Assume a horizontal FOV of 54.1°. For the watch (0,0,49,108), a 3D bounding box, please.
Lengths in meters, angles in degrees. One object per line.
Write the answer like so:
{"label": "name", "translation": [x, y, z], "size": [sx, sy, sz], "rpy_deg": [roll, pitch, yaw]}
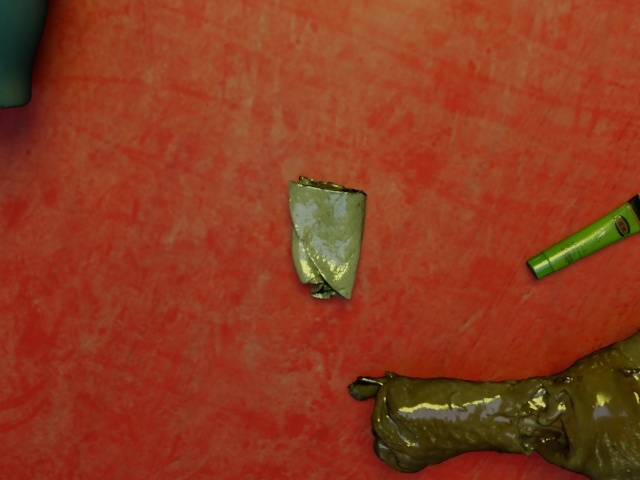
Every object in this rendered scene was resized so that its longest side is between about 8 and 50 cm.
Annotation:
{"label": "watch", "translation": [-0.311, -0.188, 0.433], "size": [0.305, 0.274, 0.241], "rpy_deg": [30, 107, 28]}

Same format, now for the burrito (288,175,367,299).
{"label": "burrito", "translation": [0.004, 0.000, 0.598], "size": [0.074, 0.044, 0.118], "rpy_deg": [5, 103, -1]}

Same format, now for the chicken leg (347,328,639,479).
{"label": "chicken leg", "translation": [0.235, 0.172, 0.584], "size": [0.429, 0.152, 0.201], "rpy_deg": [-2, 113, 12]}

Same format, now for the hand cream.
{"label": "hand cream", "translation": [0.256, -0.001, 0.595], "size": [0.122, 0.023, 0.036], "rpy_deg": [-29, 98, 6]}
